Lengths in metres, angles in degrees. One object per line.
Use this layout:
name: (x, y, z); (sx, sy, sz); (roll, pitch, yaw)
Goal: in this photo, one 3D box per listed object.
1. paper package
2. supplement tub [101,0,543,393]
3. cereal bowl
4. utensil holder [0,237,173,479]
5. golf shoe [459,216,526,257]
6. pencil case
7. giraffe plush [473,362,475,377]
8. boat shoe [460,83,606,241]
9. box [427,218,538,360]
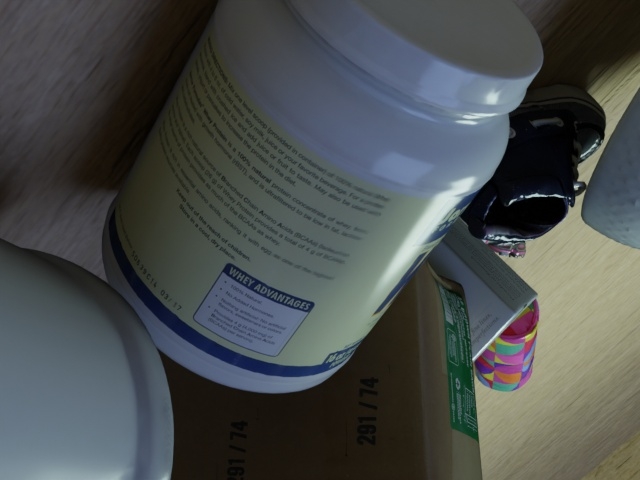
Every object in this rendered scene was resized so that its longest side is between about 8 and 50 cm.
paper package: (-0.009, 0.193, 1.091); (0.310, 0.324, 0.168); (-10, 160, 19)
supplement tub: (-0.006, -0.065, 0.866); (0.235, 0.235, 0.325); (-7, 142, -44)
cereal bowl: (0.425, -0.123, 1.186); (0.339, 0.141, 0.339); (-46, 160, -22)
utensil holder: (-0.325, 0.107, 0.686); (0.328, 0.327, 0.385); (-39, 150, 7)
golf shoe: (0.192, -0.027, 1.370); (0.186, 0.067, 0.086); (2, 107, -49)
pencil case: (0.274, 0.145, 1.700); (0.104, 0.104, 0.236); (-31, 151, -9)
giraffe plush: (0.066, 0.159, 1.394); (0.171, 0.181, 0.210); (-4, 170, -27)
boat shoe: (0.230, -0.074, 1.215); (0.341, 0.158, 0.127); (-8, 142, -43)
box: (0.105, 0.067, 1.246); (0.181, 0.182, 0.119); (-49, 168, 21)
